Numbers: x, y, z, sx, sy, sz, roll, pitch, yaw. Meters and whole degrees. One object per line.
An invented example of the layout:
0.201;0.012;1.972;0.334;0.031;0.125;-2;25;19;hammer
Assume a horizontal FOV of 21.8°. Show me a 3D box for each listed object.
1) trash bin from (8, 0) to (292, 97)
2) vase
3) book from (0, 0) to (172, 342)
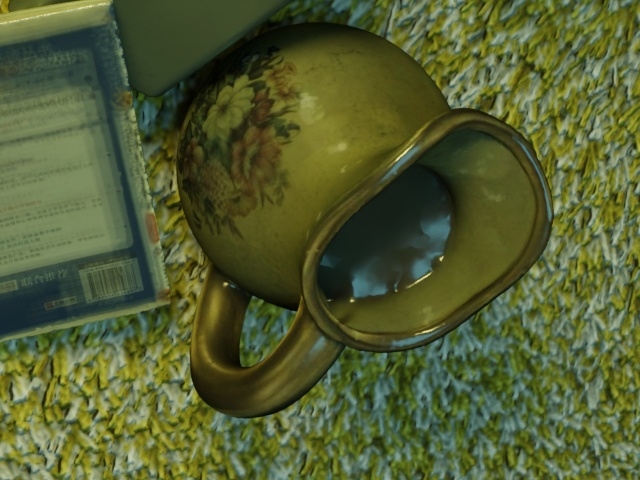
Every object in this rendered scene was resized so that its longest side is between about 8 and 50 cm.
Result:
-0.100;-0.228;1.235;0.164;0.122;0.240;26;137;-32;trash bin
0.000;0.000;1.345;0.241;0.302;0.329;28;100;-34;vase
-0.248;-0.040;1.302;0.228;0.018;0.322;-12;134;-7;book
